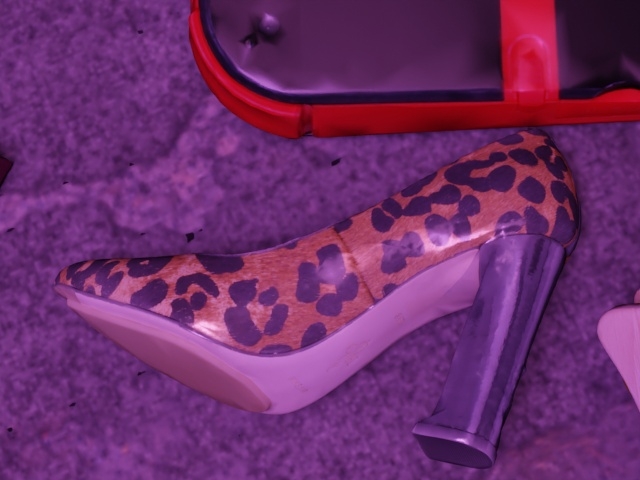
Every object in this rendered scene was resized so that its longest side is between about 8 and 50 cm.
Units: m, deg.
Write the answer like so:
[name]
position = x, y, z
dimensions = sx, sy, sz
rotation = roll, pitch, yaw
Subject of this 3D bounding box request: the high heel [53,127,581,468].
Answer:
[high heel]
position = 0.000, 0.000, 0.616
dimensions = 0.261, 0.093, 0.186
rotation = 15, 64, 19

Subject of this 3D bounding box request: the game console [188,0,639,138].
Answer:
[game console]
position = 0.092, -0.254, 0.631
dimensions = 0.342, 0.060, 0.386
rotation = -2, 86, 0

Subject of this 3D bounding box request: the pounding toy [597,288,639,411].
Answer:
[pounding toy]
position = 0.224, 0.142, 0.566
dimensions = 0.154, 0.155, 0.269
rotation = -23, 87, 31

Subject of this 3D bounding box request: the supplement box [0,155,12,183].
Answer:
[supplement box]
position = -0.226, -0.042, 0.642
dimensions = 0.083, 0.043, 0.055
rotation = 27, 87, 6
